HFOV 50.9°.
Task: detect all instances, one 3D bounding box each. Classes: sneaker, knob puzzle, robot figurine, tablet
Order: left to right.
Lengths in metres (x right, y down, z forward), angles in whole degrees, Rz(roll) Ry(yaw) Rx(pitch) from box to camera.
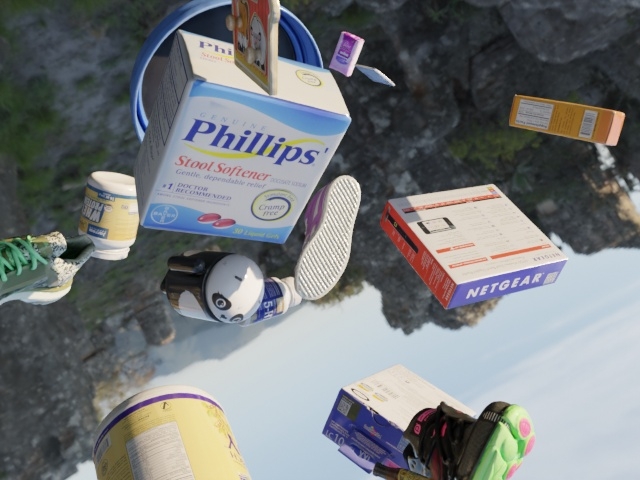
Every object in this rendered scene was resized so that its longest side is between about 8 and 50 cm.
[{"bbox_3d":[-0.589,0.033,1.301,0.182,0.158,0.410,-37,175,13],"label":"sneaker"},{"bbox_3d":[-0.267,0.113,1.646,0.278,0.174,0.209,4,-172,38],"label":"robot figurine"},{"bbox_3d":[-0.090,-0.287,0.795,0.029,0.213,0.213,-8,170,-18],"label":"knob puzzle"},{"bbox_3d":[0.001,0.000,1.500,0.161,0.102,0.282,-10,-125,68],"label":"sneaker"},{"bbox_3d":[0.098,-0.303,1.228,0.006,0.054,0.083,-57,-149,4],"label":"tablet"},{"bbox_3d":[0.259,0.419,1.326,0.185,0.202,0.483,-38,162,-27],"label":"sneaker"}]

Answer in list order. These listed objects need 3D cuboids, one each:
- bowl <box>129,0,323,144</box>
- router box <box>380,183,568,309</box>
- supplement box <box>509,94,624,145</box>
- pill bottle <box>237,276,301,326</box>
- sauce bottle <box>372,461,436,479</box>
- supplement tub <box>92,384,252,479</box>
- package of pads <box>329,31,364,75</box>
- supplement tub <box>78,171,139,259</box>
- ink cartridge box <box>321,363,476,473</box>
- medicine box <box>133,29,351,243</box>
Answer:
[{"bbox_3d":[-0.183,-0.294,1.321,0.390,0.077,0.391,-19,137,-19],"label":"bowl"},{"bbox_3d":[0.360,0.002,1.603,0.335,0.301,0.082,-9,135,-26],"label":"router box"},{"bbox_3d":[0.553,-0.275,1.523,0.233,0.080,0.078,23,-161,37],"label":"supplement box"},{"bbox_3d":[-0.153,0.165,1.897,0.186,0.112,0.112,-16,169,-31],"label":"pill bottle"},{"bbox_3d":[0.159,0.448,1.252,0.128,0.042,0.042,12,-164,23],"label":"sauce bottle"},{"bbox_3d":[-0.228,0.427,1.095,0.240,0.331,0.241,-14,128,-19],"label":"supplement tub"},{"bbox_3d":[0.056,-0.401,1.447,0.032,0.050,0.083,-34,150,-60],"label":"package of pads"},{"bbox_3d":[-0.540,-0.064,1.730,0.144,0.144,0.200,-23,130,-69],"label":"supplement tub"},{"bbox_3d":[0.194,0.477,1.731,0.395,0.269,0.151,-1,116,-59],"label":"ink cartridge box"},{"bbox_3d":[-0.138,-0.155,1.097,0.263,0.149,0.289,7,133,-28],"label":"medicine box"}]
